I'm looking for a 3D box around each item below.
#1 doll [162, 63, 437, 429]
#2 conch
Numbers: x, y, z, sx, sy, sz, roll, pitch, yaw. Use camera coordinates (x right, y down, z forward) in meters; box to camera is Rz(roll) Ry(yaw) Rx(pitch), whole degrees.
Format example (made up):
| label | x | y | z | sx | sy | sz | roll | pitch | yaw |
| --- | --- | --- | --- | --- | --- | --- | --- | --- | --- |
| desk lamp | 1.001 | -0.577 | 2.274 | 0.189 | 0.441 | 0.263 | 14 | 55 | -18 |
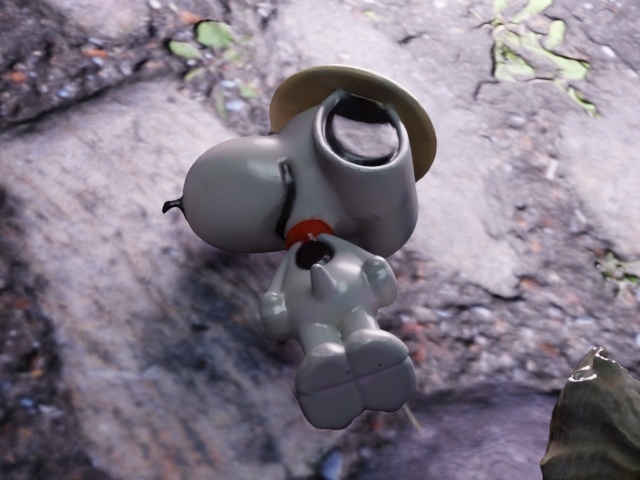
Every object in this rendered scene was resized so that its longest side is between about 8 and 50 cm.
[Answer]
| label | x | y | z | sx | sy | sz | roll | pitch | yaw |
| --- | --- | --- | --- | --- | --- | --- | --- | --- | --- |
| doll | 0.021 | -0.001 | 1.256 | 0.208 | 0.144 | 0.271 | -29 | 50 | -12 |
| conch | 0.217 | 0.181 | 1.044 | 0.210 | 0.291 | 0.159 | 29 | 83 | 15 |
